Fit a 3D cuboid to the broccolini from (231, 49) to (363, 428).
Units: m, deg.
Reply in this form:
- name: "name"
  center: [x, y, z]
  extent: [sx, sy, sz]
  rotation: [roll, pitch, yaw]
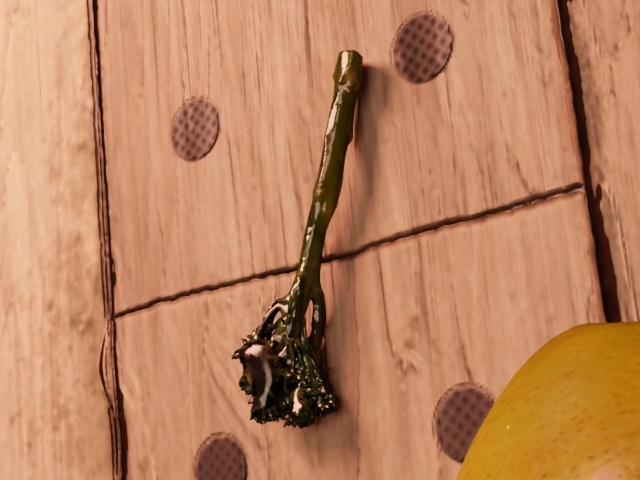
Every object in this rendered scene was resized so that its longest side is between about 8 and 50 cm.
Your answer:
- name: "broccolini"
  center: [-0.002, 0.001, 0.979]
  extent: [0.057, 0.071, 0.254]
  rotation: [154, 130, -77]

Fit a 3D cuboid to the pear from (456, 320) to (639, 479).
- name: "pear"
  center: [0.168, 0.174, 0.661]
  extent: [0.285, 0.285, 0.336]
  rotation: [-45, 57, 21]
